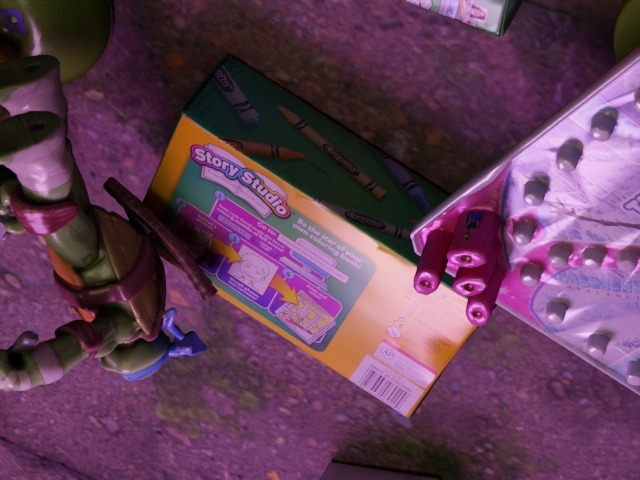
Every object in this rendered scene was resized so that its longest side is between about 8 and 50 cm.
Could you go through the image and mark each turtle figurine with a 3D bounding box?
[{"bbox_3d":[-0.236,0.012,1.408,0.275,0.198,0.266,8,129,25],"label":"turtle figurine"}]

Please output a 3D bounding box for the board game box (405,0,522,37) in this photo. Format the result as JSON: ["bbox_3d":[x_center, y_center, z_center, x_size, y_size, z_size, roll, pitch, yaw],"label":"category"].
[{"bbox_3d":[0.049,-0.294,1.161,0.213,0.046,0.317,22,137,12],"label":"board game box"}]

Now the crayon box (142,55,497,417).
[{"bbox_3d":[0.000,0.000,1.446,0.278,0.081,0.165,33,139,2],"label":"crayon box"}]

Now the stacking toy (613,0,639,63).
[{"bbox_3d":[0.283,-0.135,1.099,0.309,0.130,0.279,16,136,21],"label":"stacking toy"}]

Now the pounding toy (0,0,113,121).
[{"bbox_3d":[-0.274,-0.157,1.453,0.183,0.110,0.237,32,139,3],"label":"pounding toy"}]

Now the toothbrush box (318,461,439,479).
[{"bbox_3d":[0.051,0.376,1.680,0.122,0.206,0.283,3,130,31],"label":"toothbrush box"}]

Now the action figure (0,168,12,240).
[{"bbox_3d":[-0.334,-0.097,1.538,0.232,0.063,0.137,50,164,-27],"label":"action figure"}]

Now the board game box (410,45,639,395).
[{"bbox_3d":[0.310,0.028,1.171,0.390,0.050,0.390,32,141,-16],"label":"board game box"}]
